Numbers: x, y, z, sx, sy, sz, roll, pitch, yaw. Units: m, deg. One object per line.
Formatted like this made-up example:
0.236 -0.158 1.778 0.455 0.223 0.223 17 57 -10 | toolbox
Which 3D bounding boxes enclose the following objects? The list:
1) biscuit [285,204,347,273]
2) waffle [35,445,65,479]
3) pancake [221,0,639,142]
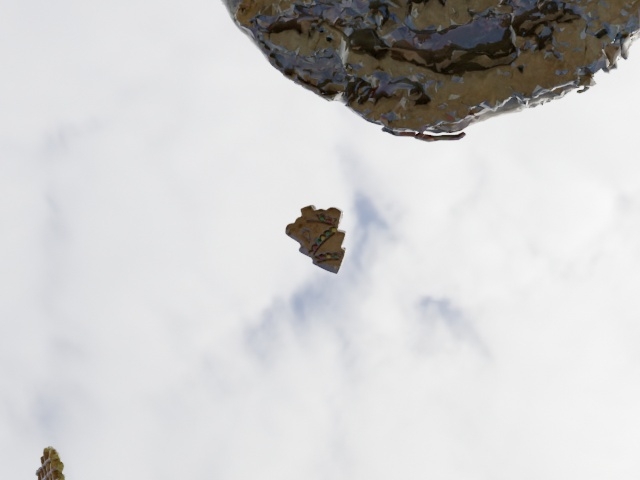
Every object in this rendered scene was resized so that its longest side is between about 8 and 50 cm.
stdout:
0.000 0.000 1.477 0.082 0.016 0.092 -18 -83 25 | biscuit
-0.291 0.263 1.311 0.016 0.085 0.078 -8 -141 -30 | waffle
0.095 -0.232 0.830 0.382 0.382 0.071 -4 -140 0 | pancake
